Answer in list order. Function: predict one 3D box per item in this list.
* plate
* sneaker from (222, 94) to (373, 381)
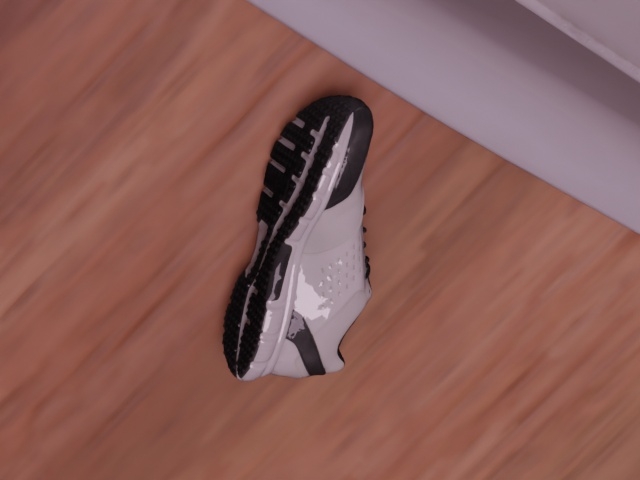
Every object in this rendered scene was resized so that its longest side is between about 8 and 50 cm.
[{"bbox_3d":[0.096,-0.038,0.569,0.278,0.277,0.045,29,88,-14],"label":"plate"},{"bbox_3d":[0.000,0.000,0.696,0.044,0.040,0.109,9,113,-25],"label":"sneaker"}]
